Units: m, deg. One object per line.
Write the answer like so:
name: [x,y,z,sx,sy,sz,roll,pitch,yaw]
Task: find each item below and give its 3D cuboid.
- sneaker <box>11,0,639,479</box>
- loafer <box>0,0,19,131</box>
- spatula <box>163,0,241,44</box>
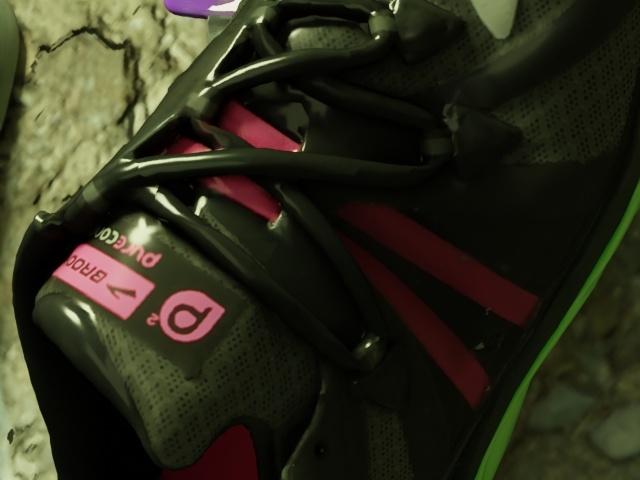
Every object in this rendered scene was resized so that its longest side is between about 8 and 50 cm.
sneaker: [0.000,0.000,0.609,0.185,0.202,0.482,20,103,34]
loafer: [-0.229,-0.025,0.850,0.094,0.087,0.251,0,79,29]
spatula: [-0.050,-0.052,0.791,0.084,0.030,0.296,4,81,27]
